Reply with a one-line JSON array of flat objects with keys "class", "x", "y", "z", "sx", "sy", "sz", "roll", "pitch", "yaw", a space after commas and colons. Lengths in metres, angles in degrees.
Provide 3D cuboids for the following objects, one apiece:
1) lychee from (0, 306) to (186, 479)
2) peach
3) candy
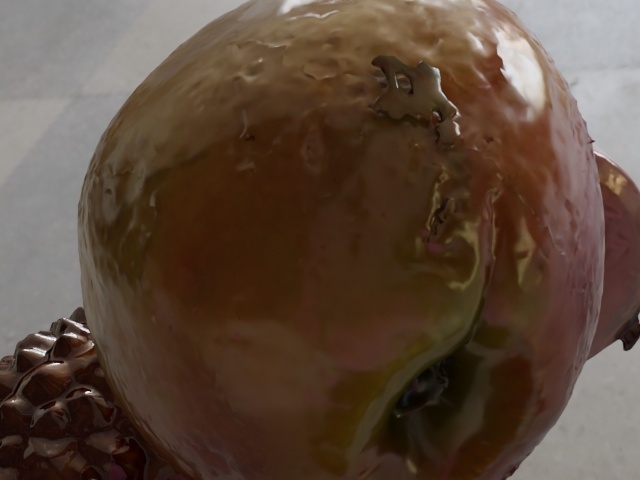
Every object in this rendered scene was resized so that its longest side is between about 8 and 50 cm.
[{"class": "lychee", "x": -0.173, "y": 0.246, "z": 1.177, "sx": 0.500, "sy": 0.424, "sz": 0.425, "roll": 27, "pitch": 52, "yaw": 4}, {"class": "peach", "x": 0.002, "y": 0.000, "z": 0.772, "sx": 0.289, "sy": 0.373, "sz": 0.373, "roll": -6, "pitch": 34, "yaw": -15}, {"class": "candy", "x": 0.191, "y": 0.014, "z": 1.190, "sx": 0.255, "sy": 0.255, "sz": 0.094, "roll": -23, "pitch": 23, "yaw": 2}]
